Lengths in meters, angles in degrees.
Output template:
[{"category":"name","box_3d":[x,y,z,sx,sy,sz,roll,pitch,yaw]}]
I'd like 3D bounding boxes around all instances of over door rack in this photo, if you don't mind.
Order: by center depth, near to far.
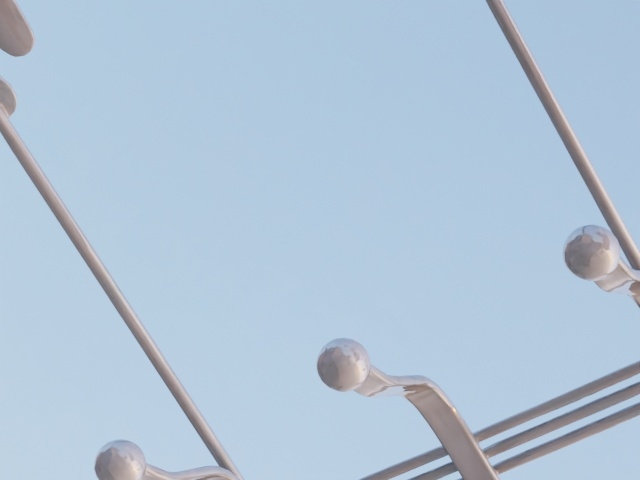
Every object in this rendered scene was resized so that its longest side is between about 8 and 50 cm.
[{"category":"over door rack","box_3d":[0.000,0.000,0.787,0.239,0.108,0.324,-25,-85,19]}]
